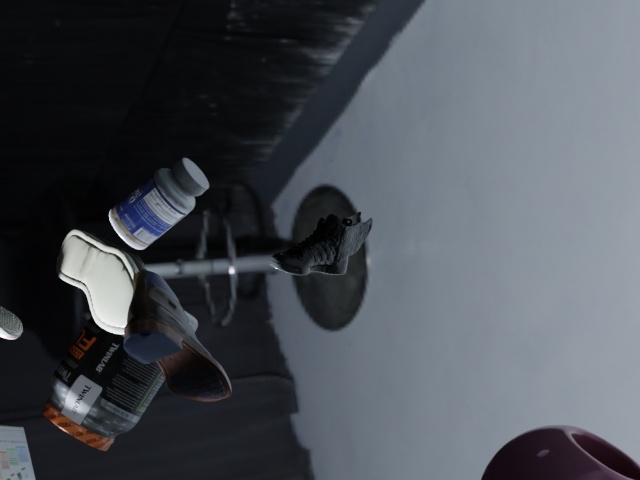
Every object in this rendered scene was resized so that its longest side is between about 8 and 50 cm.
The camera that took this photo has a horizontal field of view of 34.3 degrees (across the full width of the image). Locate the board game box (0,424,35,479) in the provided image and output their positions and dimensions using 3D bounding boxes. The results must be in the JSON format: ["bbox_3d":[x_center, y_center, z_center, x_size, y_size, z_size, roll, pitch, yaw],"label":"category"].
[{"bbox_3d":[-0.651,0.533,2.099,0.242,0.064,0.316,45,-155,-72],"label":"board game box"}]

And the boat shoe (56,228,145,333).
[{"bbox_3d":[-0.319,0.070,1.646,0.324,0.097,0.116,27,94,52],"label":"boat shoe"}]

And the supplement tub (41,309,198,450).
[{"bbox_3d":[-0.402,0.244,2.060,0.194,0.194,0.316,18,74,56],"label":"supplement tub"}]

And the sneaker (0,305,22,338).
[{"bbox_3d":[-0.558,0.153,1.774,0.134,0.051,0.070,29,107,37],"label":"sneaker"}]

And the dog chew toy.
[{"bbox_3d":[0.237,0.375,1.164,0.206,0.207,0.331,43,110,48],"label":"dog chew toy"}]

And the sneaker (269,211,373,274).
[{"bbox_3d":[0.002,0.001,1.451,0.051,0.170,0.089,24,104,41],"label":"sneaker"}]

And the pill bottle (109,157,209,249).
[{"bbox_3d":[-0.200,-0.048,1.296,0.120,0.067,0.067,-38,55,14],"label":"pill bottle"}]

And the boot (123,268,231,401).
[{"bbox_3d":[-0.177,0.125,1.332,0.082,0.219,0.106,-19,53,14],"label":"boot"}]
